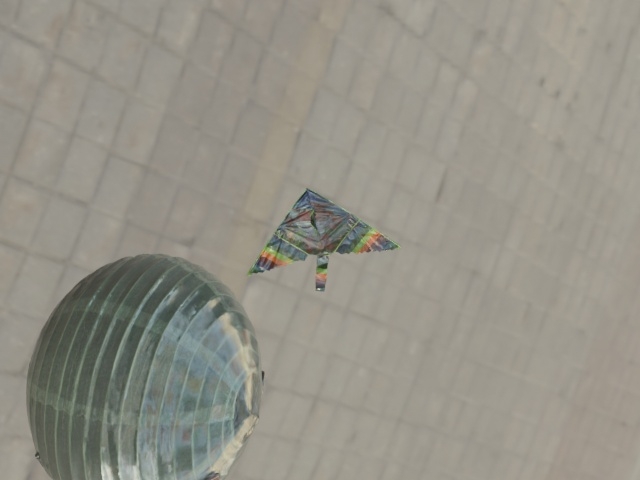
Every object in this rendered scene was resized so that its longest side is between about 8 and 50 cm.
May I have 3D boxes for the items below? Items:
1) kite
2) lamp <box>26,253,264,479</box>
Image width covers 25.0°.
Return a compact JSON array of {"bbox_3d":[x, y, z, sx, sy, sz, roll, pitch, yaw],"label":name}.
[{"bbox_3d":[0.000,0.000,1.109,0.004,0.122,0.090,-90,174,-63],"label":"kite"},{"bbox_3d":[-0.165,0.147,1.396,0.265,0.233,0.233,-64,149,-29],"label":"lamp"}]
